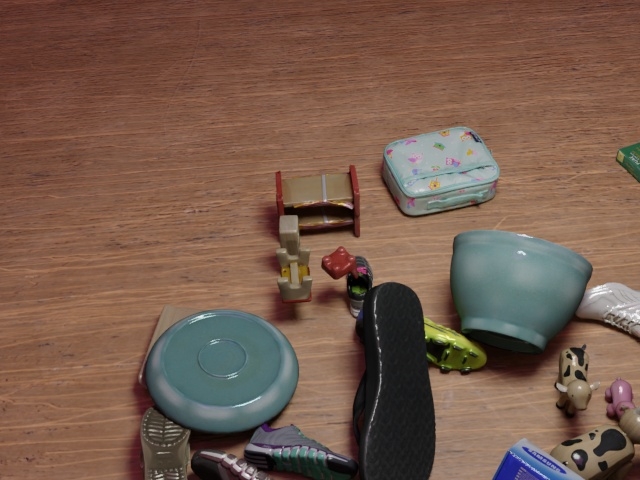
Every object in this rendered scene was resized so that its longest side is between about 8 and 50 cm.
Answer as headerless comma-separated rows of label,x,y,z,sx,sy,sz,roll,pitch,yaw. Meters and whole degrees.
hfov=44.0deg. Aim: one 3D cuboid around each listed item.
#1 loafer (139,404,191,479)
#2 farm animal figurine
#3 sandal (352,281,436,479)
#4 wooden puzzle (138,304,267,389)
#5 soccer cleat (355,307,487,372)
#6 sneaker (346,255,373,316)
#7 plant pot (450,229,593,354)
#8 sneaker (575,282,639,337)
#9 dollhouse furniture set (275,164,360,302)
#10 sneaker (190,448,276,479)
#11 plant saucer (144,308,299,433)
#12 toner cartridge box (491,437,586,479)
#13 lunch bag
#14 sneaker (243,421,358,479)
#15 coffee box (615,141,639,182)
loafer,-0.300,0.419,1.510,0.102,0.092,0.268,7,29,-11
farm animal figurine,0.531,0.357,1.467,0.327,0.172,0.330,-36,54,-27
sandal,0.136,0.305,1.556,0.168,0.107,0.445,18,62,-26
wooden puzzle,-0.248,0.243,1.710,0.239,0.044,0.221,8,47,4
soccer cleat,0.218,0.195,1.695,0.289,0.093,0.121,14,39,14
sneaker,0.091,0.090,1.809,0.063,0.074,0.170,0,46,3
plant pot,0.399,0.122,1.651,0.293,0.293,0.196,13,75,14
sneaker,0.667,0.159,1.709,0.232,0.090,0.115,-1,50,3
dollhouse furniture set,0.000,0.000,1.846,0.201,0.152,0.374,-4,47,-1
sneaker,-0.145,0.496,1.421,0.281,0.106,0.162,21,54,20
plant saucer,-0.201,0.252,1.629,0.318,0.043,0.317,4,43,-3
toner cartridge box,0.443,0.506,1.329,0.348,0.165,0.075,34,26,29
lunch bag,0.313,-0.177,2.028,0.279,0.107,0.224,-13,47,-10
sneaker,-0.032,0.395,1.525,0.224,0.083,0.098,7,43,11
coffee box,0.888,-0.220,2.085,0.184,0.040,0.113,-19,48,-15
